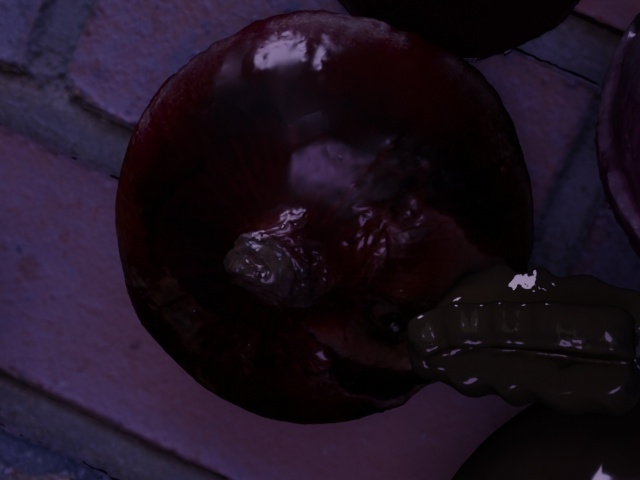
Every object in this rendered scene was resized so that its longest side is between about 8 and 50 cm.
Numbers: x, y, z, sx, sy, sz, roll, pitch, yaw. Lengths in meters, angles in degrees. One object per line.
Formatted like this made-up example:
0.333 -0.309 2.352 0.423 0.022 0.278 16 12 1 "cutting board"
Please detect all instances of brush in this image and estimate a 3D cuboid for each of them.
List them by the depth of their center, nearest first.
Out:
0.197 0.061 0.972 0.301 0.084 0.071 7 120 26 "brush"

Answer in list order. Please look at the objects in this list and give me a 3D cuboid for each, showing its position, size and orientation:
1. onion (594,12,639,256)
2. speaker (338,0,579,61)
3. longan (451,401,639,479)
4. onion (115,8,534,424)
0.271 -0.008 1.003 0.267 0.349 0.159 17 113 14 "onion"
0.121 -0.201 1.008 0.259 0.329 0.198 1 95 0 "speaker"
0.199 0.222 1.048 0.297 0.297 0.297 1 95 6 "longan"
0.000 0.000 1.090 0.272 0.195 0.272 3 113 7 "onion"
